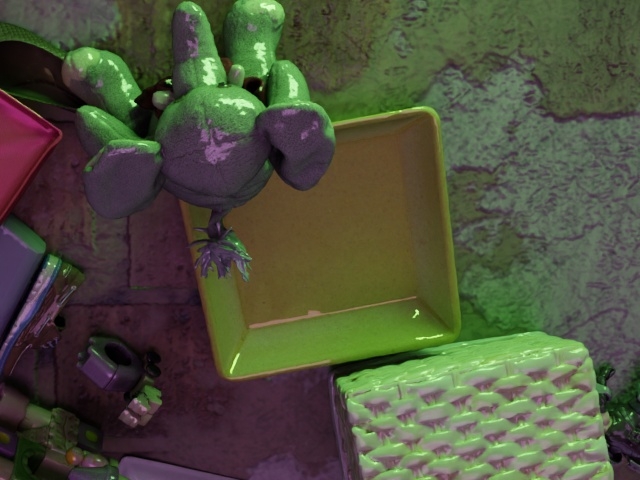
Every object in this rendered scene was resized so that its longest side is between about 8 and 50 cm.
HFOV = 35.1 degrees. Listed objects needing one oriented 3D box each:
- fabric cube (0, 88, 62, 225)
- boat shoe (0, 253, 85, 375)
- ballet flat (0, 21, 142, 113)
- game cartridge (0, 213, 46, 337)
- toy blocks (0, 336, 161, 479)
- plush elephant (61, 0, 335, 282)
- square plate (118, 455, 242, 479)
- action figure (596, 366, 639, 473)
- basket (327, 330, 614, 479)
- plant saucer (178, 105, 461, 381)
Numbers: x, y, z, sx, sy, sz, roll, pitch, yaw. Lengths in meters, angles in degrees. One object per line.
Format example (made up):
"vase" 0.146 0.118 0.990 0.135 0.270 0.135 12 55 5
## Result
"fabric cube" -0.460 -0.080 1.092 0.259 0.258 0.254 36 80 -18
"boat shoe" -0.369 0.109 1.330 0.066 0.066 0.183 26 108 -17
"ballet flat" -0.330 -0.194 1.209 0.250 0.058 0.084 20 109 -14
"game cartridge" -0.512 0.006 1.279 0.294 0.060 0.196 26 104 -16
"toy blocks" -0.392 0.271 1.274 0.260 0.288 0.309 31 110 -23
"plush elephant" -0.125 -0.129 1.074 0.272 0.255 0.330 -13 80 -11
"square plate" -0.175 0.509 1.531 0.347 0.049 0.344 15 111 -12
"action figure" 0.484 0.228 1.466 0.185 0.099 0.285 30 110 -25
"basket" 0.200 0.303 1.314 0.331 0.266 0.328 -11 87 -4
"plant saucer" 0.000 0.000 1.318 0.333 0.081 0.333 -10 114 -3
